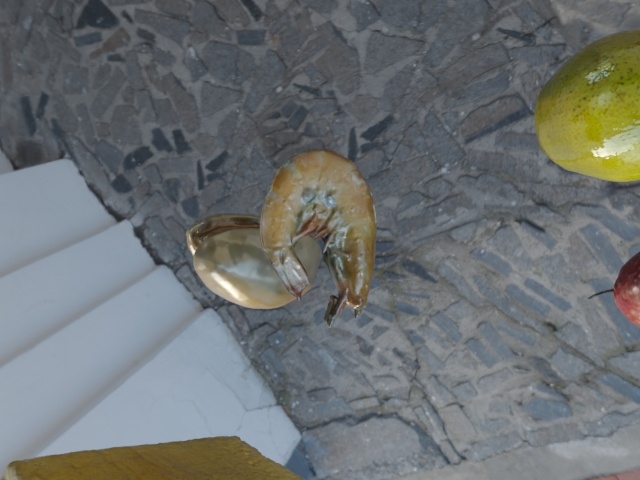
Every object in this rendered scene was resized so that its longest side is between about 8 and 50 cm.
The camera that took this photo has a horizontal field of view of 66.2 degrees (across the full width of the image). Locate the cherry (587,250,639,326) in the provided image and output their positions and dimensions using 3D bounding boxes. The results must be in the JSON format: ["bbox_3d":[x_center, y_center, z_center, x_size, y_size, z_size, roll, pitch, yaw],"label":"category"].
[{"bbox_3d":[0.649,0.072,0.876,0.192,0.175,0.249,-3,147,-17],"label":"cherry"}]

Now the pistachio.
[{"bbox_3d":[-0.082,0.022,0.618,0.125,0.185,0.124,-15,66,37],"label":"pistachio"}]

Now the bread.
[{"bbox_3d":[-0.139,0.276,0.468,0.185,0.275,0.114,12,86,39],"label":"bread"}]

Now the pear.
[{"bbox_3d":[0.371,-0.159,0.602,0.199,0.198,0.198,9,115,21],"label":"pear"}]

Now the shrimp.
[{"bbox_3d":[-0.001,0.000,0.504,0.052,0.133,0.187,175,85,-69],"label":"shrimp"}]
